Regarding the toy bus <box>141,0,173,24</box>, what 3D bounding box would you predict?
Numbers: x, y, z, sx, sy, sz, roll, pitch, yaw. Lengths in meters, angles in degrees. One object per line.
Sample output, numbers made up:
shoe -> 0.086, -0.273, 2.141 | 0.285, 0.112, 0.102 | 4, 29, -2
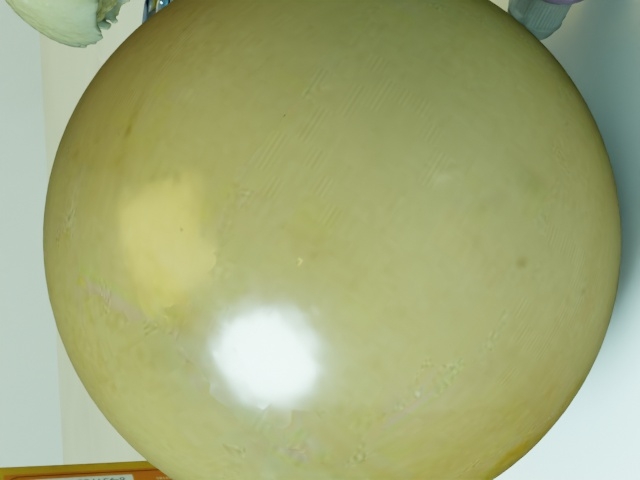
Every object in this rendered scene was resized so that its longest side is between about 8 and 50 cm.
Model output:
toy bus -> -0.089, -0.240, 1.481 | 0.209, 0.126, 0.136 | 180, 98, -74

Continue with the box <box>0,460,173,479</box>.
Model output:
box -> -0.159, 0.359, 1.442 | 0.214, 0.283, 0.259 | -118, 32, -60

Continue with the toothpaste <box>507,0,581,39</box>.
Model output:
toothpaste -> 0.158, -0.216, 0.782 | 0.301, 0.048, 0.075 | 114, 169, -46

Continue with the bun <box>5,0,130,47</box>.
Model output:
bun -> -0.211, -0.374, 1.534 | 0.364, 0.202, 0.364 | -57, 6, 9

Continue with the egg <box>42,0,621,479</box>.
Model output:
egg -> 0.000, 0.000, 0.871 | 0.374, 0.301, 0.301 | 173, 96, -76
